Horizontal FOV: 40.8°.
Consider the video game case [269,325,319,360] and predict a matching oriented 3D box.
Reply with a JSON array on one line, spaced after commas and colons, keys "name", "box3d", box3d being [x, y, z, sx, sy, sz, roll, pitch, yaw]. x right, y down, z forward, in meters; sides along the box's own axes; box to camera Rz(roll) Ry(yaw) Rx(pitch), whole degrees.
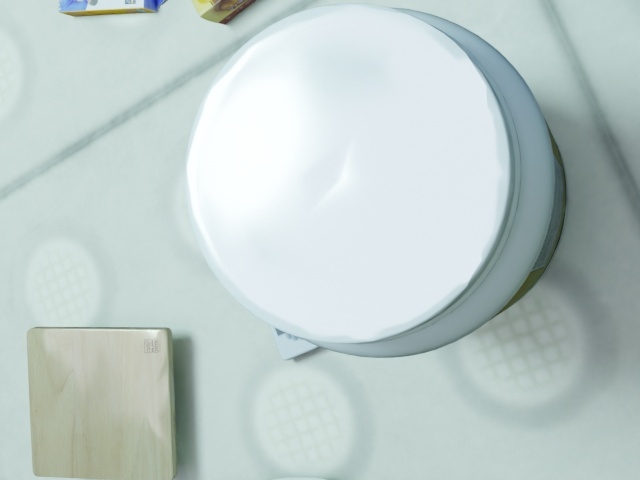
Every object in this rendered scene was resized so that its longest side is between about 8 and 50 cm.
[{"name": "video game case", "box3d": [0.000, 0.000, 0.839, 0.173, 0.022, 0.190, -26, 81, 25]}]

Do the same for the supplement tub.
[{"name": "supplement tub", "box3d": [0.058, -0.037, 0.628, 0.228, 0.316, 0.228, 0, 90, 19]}]

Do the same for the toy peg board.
[{"name": "toy peg board", "box3d": [-0.227, 0.171, 0.945, 0.160, 0.079, 0.161, -1, 93, 11]}]

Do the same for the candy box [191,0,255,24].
[{"name": "candy box", "box3d": [-0.107, -0.326, 0.858, 0.109, 0.053, 0.187, -31, 80, 24]}]

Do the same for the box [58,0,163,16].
[{"name": "box", "box3d": [-0.225, -0.288, 0.933, 0.136, 0.028, 0.081, 5, 95, 28]}]

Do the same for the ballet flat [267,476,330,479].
[{"name": "ballet flat", "box3d": [-0.139, 0.341, 0.869, 0.400, 0.139, 0.139, -20, 84, 26]}]
